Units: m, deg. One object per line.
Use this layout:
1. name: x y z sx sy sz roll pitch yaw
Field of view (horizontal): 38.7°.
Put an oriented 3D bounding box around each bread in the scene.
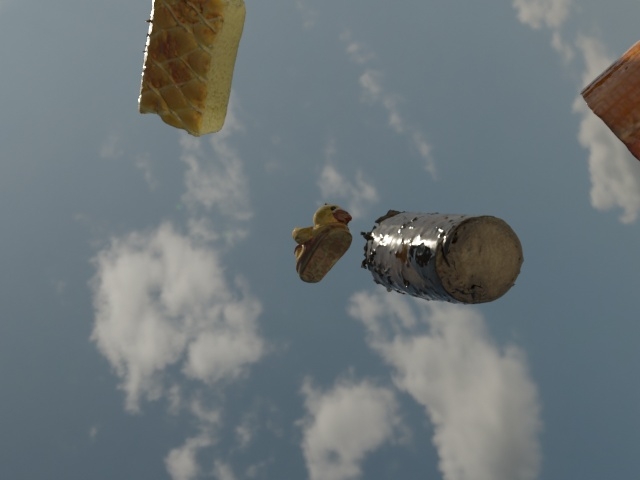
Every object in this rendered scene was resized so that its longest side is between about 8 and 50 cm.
1. bread: -0.175 -0.245 1.224 0.068 0.125 0.188 -12 -59 -53

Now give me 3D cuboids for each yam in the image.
1. yam: 0.151 0.022 1.205 0.131 0.280 0.131 -1 -87 -17

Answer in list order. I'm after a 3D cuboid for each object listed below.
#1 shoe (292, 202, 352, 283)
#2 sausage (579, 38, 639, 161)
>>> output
1. shoe: -0.003 0.001 1.245 0.072 0.109 0.069 2 -147 -23
2. sausage: 0.329 -0.176 0.619 0.093 0.312 0.093 38 -156 -21
